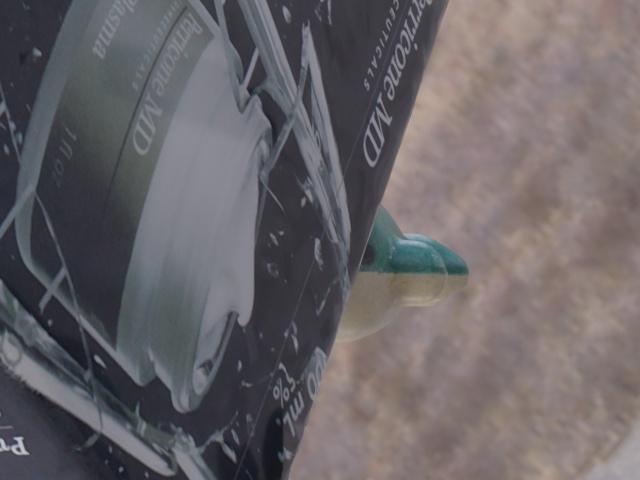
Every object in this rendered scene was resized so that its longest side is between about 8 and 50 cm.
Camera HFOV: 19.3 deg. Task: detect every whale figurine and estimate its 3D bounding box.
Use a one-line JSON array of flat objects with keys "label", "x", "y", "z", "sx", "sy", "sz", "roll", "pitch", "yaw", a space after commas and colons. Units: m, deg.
[{"label": "whale figurine", "x": 0.000, "y": 0.000, "z": 1.374, "sx": 0.272, "sy": 0.216, "sz": 0.141, "roll": -1, "pitch": -89, "yaw": -52}]

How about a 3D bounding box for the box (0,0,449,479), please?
[{"label": "box", "x": -0.194, "y": -0.128, "z": 0.911, "sx": 0.297, "sy": 0.472, "sz": 0.480, "roll": -6, "pitch": 44, "yaw": 27}]
